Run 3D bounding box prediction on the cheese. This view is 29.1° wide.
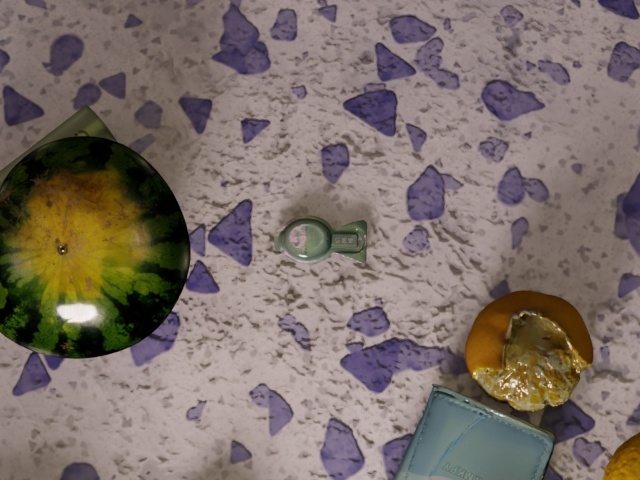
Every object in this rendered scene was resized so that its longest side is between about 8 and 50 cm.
[{"bbox_3d":[0.000,0.000,1.594,0.120,0.026,0.067,2,75,-1],"label":"cheese"}]

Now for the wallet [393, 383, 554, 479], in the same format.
[{"bbox_3d":[0.166,0.321,1.487,0.176,0.075,0.250,23,76,8],"label":"wallet"}]

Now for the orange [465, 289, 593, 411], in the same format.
[{"bbox_3d":[0.255,0.134,1.513,0.156,0.134,0.157,-3,67,8],"label":"orange"}]

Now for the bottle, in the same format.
[{"bbox_3d":[-0.358,-0.085,1.584,0.201,0.072,0.072,-40,79,-11],"label":"bottle"}]

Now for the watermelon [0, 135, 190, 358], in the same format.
[{"bbox_3d":[-0.282,0.010,1.470,0.268,0.269,0.269,0,75,-1],"label":"watermelon"}]

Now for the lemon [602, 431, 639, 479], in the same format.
[{"bbox_3d":[0.410,0.292,1.468,0.187,0.142,0.142,-22,76,-13],"label":"lemon"}]
